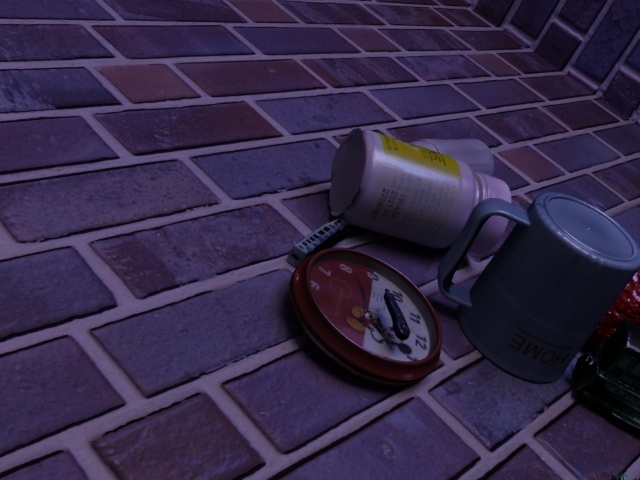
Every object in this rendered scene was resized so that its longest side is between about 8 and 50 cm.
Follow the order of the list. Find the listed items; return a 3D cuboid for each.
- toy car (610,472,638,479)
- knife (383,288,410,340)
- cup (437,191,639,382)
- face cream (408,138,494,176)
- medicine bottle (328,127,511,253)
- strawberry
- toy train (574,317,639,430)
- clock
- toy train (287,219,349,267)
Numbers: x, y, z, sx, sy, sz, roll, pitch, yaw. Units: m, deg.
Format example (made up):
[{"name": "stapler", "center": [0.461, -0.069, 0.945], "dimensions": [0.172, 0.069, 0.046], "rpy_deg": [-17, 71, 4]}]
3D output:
[{"name": "toy car", "center": [0.551, 0.478, 1.475], "dimensions": [0.073, 0.054, 0.143], "rpy_deg": [17, 40, -14]}, {"name": "knife", "center": [0.136, 0.134, 1.545], "dimensions": [0.031, 0.018, 0.121], "rpy_deg": [14, 35, -31]}, {"name": "cup", "center": [0.443, 0.068, 1.738], "dimensions": [0.331, 0.311, 0.256], "rpy_deg": [38, 32, 17]}, {"name": "face cream", "center": [0.276, -0.188, 2.141], "dimensions": [0.369, 0.145, 0.145], "rpy_deg": [-5, 44, -44]}, {"name": "medicine bottle", "center": [0.222, -0.101, 1.911], "dimensions": [0.378, 0.214, 0.214], "rpy_deg": [16, 33, -20]}, {"name": "strawberry", "center": [0.707, 0.161, 1.893], "dimensions": [0.276, 0.257, 0.257], "rpy_deg": [-1, 40, -18]}, {"name": "toy train", "center": [0.687, 0.301, 1.719], "dimensions": [0.330, 0.178, 0.138], "rpy_deg": [28, 31, 2]}, {"name": "clock", "center": [0.085, 0.141, 1.581], "dimensions": [0.318, 0.080, 0.319], "rpy_deg": [23, 33, -16]}, {"name": "toy train", "center": [0.000, 0.000, 1.753], "dimensions": [0.047, 0.043, 0.207], "rpy_deg": [37, 32, 13]}]
